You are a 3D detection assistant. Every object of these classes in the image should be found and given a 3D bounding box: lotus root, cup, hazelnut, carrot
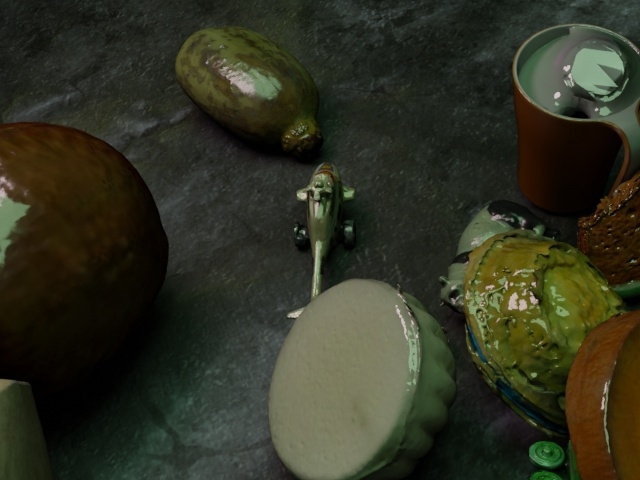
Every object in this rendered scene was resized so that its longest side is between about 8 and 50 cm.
[{"bbox_3d":[-0.106,-0.244,1.962,0.309,0.173,0.173,37,60,28],"label":"lotus root"},{"bbox_3d":[0.363,-0.149,1.695,0.182,0.264,0.226,-24,56,-14],"label":"cup"},{"bbox_3d":[-0.413,0.035,1.593,0.421,0.353,0.421,-23,44,24],"label":"hazelnut"},{"bbox_3d":[0.397,0.209,1.368,0.258,0.100,0.307,35,51,-9],"label":"carrot"}]

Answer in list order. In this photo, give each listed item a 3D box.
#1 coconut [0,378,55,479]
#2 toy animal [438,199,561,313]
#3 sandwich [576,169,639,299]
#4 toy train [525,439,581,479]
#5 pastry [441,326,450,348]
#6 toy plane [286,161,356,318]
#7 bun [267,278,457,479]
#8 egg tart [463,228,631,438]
[{"bbox_3d":[-0.457,0.293,1.293,0.415,0.344,0.415,-10,65,22],"label":"coconut"},{"bbox_3d":[0.237,0.028,1.664,0.121,0.094,0.225,15,50,25],"label":"toy animal"},{"bbox_3d":[0.422,-0.003,1.640,0.235,0.159,0.079,-41,18,6],"label":"sandwich"},{"bbox_3d":[0.284,0.317,1.349,0.119,0.085,0.251,4,33,5],"label":"toy train"},{"bbox_3d":[0.103,0.119,1.619,0.140,0.056,0.080,24,42,32],"label":"pastry"},{"bbox_3d":[0.000,0.000,1.732,0.092,0.108,0.286,1,57,8],"label":"toy plane"},{"bbox_3d":[0.078,0.188,1.473,0.263,0.175,0.263,-27,51,40],"label":"bun"},{"bbox_3d":[0.293,0.101,1.485,0.290,0.107,0.291,17,51,-23],"label":"egg tart"}]
